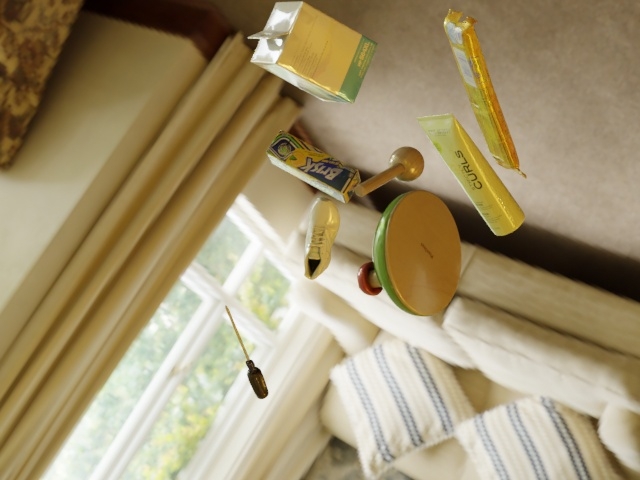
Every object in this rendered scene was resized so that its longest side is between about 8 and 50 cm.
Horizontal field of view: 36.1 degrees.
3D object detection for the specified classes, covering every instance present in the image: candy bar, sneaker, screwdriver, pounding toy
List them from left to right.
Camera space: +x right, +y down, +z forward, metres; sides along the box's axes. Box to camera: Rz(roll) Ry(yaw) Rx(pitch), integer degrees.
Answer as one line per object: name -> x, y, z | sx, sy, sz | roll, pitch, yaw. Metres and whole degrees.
screwdriver -> -0.106, 0.160, 1.379 | 0.024, 0.025, 0.170 | -6, 128, 20
sneaker -> 0.000, 0.000, 1.688 | 0.053, 0.061, 0.152 | 11, 118, 9
pounding toy -> 0.104, -0.002, 1.447 | 0.110, 0.183, 0.237 | -6, 111, 42
candy bar -> 0.137, -0.118, 0.818 | 0.040, 0.018, 0.162 | 44, 163, 56

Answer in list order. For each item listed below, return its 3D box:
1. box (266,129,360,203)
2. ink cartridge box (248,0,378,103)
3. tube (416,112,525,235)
box -> -0.012, -0.134, 1.794 | 0.168, 0.054, 0.059 | 29, 169, 15
ink cartridge box -> -0.016, -0.253, 1.303 | 0.143, 0.090, 0.092 | 24, 179, -29
tube -> 0.246, -0.111, 1.597 | 0.070, 0.062, 0.240 | -28, 116, 23
